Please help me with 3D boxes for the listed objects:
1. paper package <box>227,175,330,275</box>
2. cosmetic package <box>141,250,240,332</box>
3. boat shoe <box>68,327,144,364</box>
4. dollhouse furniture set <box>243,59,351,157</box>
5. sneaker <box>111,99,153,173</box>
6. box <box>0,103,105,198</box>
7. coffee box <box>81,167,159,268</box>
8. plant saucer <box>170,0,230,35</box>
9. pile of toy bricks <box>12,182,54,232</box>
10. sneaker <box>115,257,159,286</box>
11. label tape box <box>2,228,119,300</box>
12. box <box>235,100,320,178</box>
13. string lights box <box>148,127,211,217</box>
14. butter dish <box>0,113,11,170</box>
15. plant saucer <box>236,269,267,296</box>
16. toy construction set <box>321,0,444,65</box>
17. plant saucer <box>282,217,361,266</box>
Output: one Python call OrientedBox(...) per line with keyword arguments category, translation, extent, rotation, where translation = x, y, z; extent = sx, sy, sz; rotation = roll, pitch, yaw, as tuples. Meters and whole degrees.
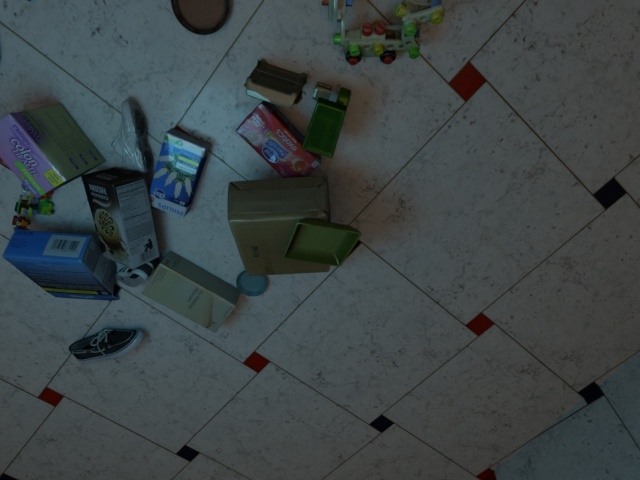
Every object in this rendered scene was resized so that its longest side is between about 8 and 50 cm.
OrientedBox(category="paper package", translation=(-0.120, -0.040, 1.308), extent=(0.310, 0.168, 0.325), rotation=(-3, 146, 2))
OrientedBox(category="cosmetic package", translation=(-0.477, 0.194, 1.513), extent=(0.309, 0.113, 0.160), rotation=(32, 110, -13))
OrientedBox(category="boat shoe", translation=(-0.853, 0.401, 1.603), extent=(0.306, 0.113, 0.105), rotation=(-15, 128, 16))
OrientedBox(category="dollhouse furniture set", translation=(-0.076, -0.399, 1.216), extent=(0.302, 0.197, 0.151), rotation=(17, 129, -5))
OrientedBox(category="sneaker", translation=(-0.618, -0.327, 1.290), extent=(0.115, 0.090, 0.232), rotation=(2, 114, 2))
OrientedBox(category="box", translation=(-0.820, -0.277, 1.225), extent=(0.117, 0.243, 0.213), rotation=(-27, 113, 11))
OrientedBox(category="coffee box", translation=(-0.657, -0.076, 1.343), extent=(0.168, 0.119, 0.297), rotation=(15, 120, 28))
OrientedBox(category="plant saucer", translation=(-0.342, -0.682, 1.161), extent=(0.168, 0.029, 0.168), rotation=(0, 114, 0))
OrientedBox(category="pile of toy bricks", translation=(-0.972, -0.114, 1.387), extent=(0.105, 0.118, 0.212), rotation=(11, 108, -44))
OrientedBox(category="sneaker", translation=(-0.662, 0.100, 1.491), extent=(0.217, 0.121, 0.079), rotation=(-10, 130, 42))
OrientedBox(category="label tape box", translation=(-0.890, 0.101, 1.446), extent=(0.249, 0.115, 0.347), rotation=(4, 151, -3))
OrientedBox(category="box", translation=(-0.126, -0.306, 1.278), extent=(0.123, 0.128, 0.257), rotation=(-41, 109, 18))
OrientedBox(category="string lights box", translation=(-0.472, -0.221, 1.342), extent=(0.133, 0.076, 0.259), rotation=(21, 113, -10))
OrientedBox(category="butter dish", translation=(-0.986, -0.291, 1.285), extent=(0.160, 0.118, 0.160), rotation=(-40, 108, 15))
OrientedBox(category="plant saucer", translation=(-0.262, 0.158, 1.547), extent=(0.119, 0.021, 0.119), rotation=(0, 114, 0))
OrientedBox(category="toy construction set", translation=(0.156, -0.592, 1.111), extent=(0.328, 0.215, 0.151), rotation=(13, 81, 2))
OrientedBox(category="plant saucer", translation=(0.000, 0.000, 1.185), extent=(0.188, 0.045, 0.188), rotation=(9, 144, -14))
